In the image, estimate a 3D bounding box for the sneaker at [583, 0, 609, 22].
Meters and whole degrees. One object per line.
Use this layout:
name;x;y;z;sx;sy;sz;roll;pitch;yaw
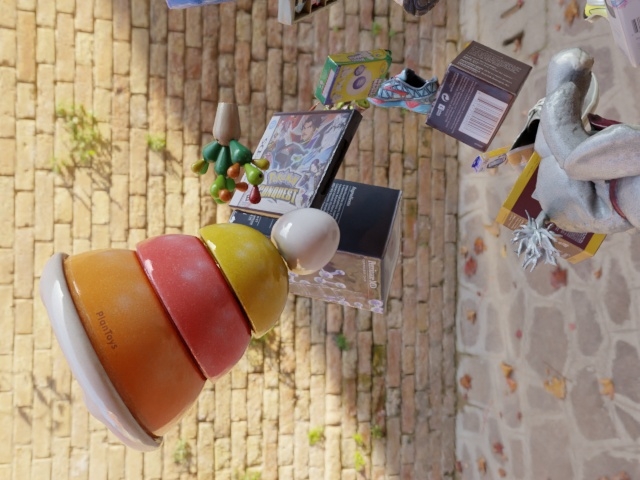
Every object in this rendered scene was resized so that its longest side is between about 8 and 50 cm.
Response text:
sneaker;0.925;-0.614;1.597;0.385;0.145;0.147;48;130;30

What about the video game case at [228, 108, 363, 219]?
video game case;-0.061;-0.162;1.203;0.274;0.035;0.249;12;73;49

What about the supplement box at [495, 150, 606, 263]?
supplement box;0.486;-0.061;1.174;0.129;0.194;0.191;-59;-15;1

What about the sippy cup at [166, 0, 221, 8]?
sippy cup;-0.241;-0.581;1.113;0.240;0.305;0.224;-57;-38;-59

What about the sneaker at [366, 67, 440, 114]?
sneaker;0.247;-0.472;1.723;0.104;0.261;0.125;-55;-30;-38

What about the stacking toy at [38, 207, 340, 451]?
stacking toy;-0.171;0.091;0.961;0.351;0.479;0.351;57;165;24

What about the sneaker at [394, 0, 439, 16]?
sneaker;0.284;-0.661;1.346;0.129;0.297;0.111;49;173;38

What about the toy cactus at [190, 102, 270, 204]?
toy cactus;-0.159;-0.153;1.021;0.219;0.112;0.181;23;111;58

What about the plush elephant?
plush elephant;0.429;-0.096;0.767;0.330;0.271;0.255;-57;25;-15

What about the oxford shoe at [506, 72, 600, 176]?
oxford shoe;0.652;-0.345;1.590;0.449;0.130;0.169;-54;16;-25

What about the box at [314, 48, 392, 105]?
box;0.080;-0.355;1.231;0.043;0.179;0.105;52;143;24

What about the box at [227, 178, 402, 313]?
box;0.000;0.000;1.495;0.294;0.394;0.212;79;-154;-56

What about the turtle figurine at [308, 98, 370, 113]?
turtle figurine;0.037;-0.319;1.509;0.217;0.087;0.270;-34;31;39

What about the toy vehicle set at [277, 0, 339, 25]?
toy vehicle set;-0.014;-0.584;1.237;0.267;0.035;0.166;-52;-26;-50

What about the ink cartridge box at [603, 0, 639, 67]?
ink cartridge box;0.688;-0.545;1.138;0.306;0.226;0.131;54;-153;-31

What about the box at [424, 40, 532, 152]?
box;0.385;-0.353;1.386;0.203;0.166;0.169;-49;-17;-46

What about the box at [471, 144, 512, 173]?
box;0.579;-0.272;1.923;0.081;0.136;0.028;90;158;-63
